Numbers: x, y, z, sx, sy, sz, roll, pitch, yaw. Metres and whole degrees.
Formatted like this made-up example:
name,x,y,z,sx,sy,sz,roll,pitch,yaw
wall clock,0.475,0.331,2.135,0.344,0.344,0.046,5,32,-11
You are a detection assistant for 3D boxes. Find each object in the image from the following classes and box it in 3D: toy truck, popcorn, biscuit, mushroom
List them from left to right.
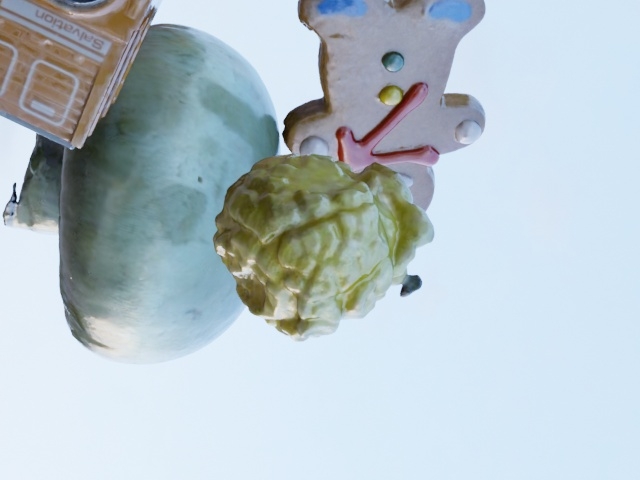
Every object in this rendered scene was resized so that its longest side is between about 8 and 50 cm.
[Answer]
name,x,y,z,sx,sy,sz,roll,pitch,yaw
toy truck,-0.318,-0.238,1.542,0.173,0.388,0.207,-72,-172,-67
mushroom,-0.172,-0.049,1.848,0.352,0.260,0.352,-166,-90,-88
popcorn,0.000,0.000,1.570,0.180,0.170,0.180,-42,-151,30
biscuit,0.068,-0.122,1.846,0.049,0.205,0.324,-103,-164,-45
